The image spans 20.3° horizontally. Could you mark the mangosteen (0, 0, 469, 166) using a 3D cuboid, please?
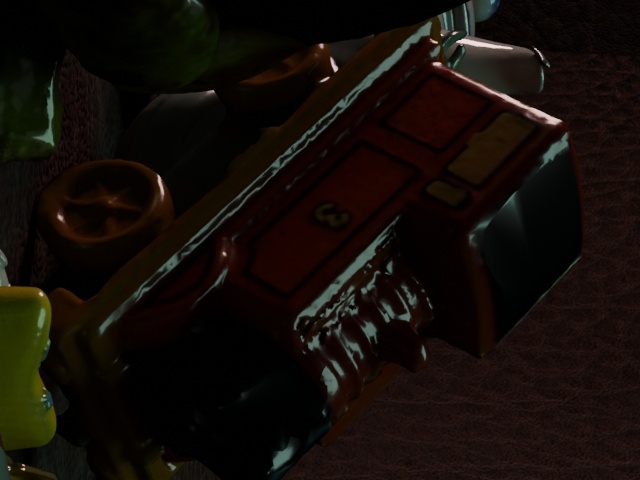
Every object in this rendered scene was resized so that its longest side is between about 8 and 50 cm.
[{"bbox_3d":[-0.042,-0.202,0.648,0.297,0.313,0.297,38,-43,46],"label":"mangosteen"}]

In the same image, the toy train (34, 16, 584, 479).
[{"bbox_3d":[0.000,0.000,1.052,0.369,0.232,0.163,-44,141,-25],"label":"toy train"}]

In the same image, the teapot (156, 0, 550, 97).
[{"bbox_3d":[0.015,-0.166,1.372,0.424,0.280,0.252,35,-45,56],"label":"teapot"}]

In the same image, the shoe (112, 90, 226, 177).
[{"bbox_3d":[-0.116,-0.005,1.195,0.100,0.103,0.251,40,-54,36],"label":"shoe"}]

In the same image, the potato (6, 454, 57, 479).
[{"bbox_3d":[-0.118,0.221,0.679,0.176,0.141,0.298,-110,-162,-59],"label":"potato"}]

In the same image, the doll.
[{"bbox_3d":[-0.153,0.043,0.755,0.135,0.071,0.113,100,-22,-52],"label":"doll"}]

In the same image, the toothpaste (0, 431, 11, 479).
[{"bbox_3d":[-0.106,0.115,0.492,0.100,0.066,0.323,-48,-129,44],"label":"toothpaste"}]
